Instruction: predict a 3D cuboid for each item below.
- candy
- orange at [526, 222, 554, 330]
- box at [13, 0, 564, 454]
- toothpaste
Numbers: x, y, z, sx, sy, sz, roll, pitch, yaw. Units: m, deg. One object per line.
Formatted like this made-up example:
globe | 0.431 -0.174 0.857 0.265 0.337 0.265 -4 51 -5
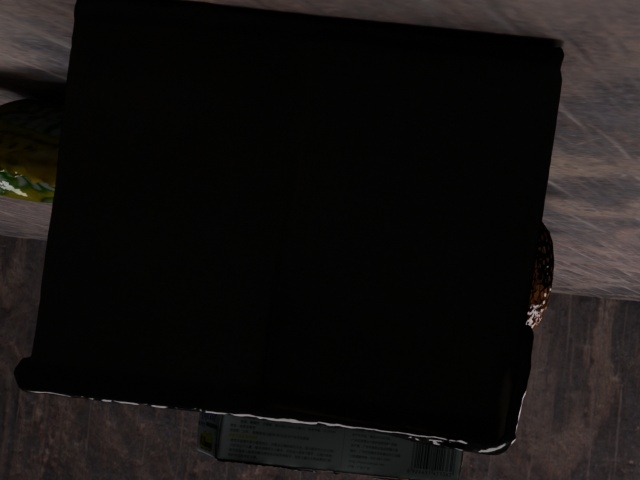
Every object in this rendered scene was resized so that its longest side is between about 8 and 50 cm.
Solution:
candy | -0.183 -0.069 1.143 0.187 0.081 0.297 5 -173 27
orange | 0.102 0.027 1.374 0.234 0.182 0.234 -2 -174 0
box | 0.000 0.001 0.868 0.251 0.205 0.345 7 176 5
toothpaste | 0.008 0.126 0.905 0.164 0.034 0.046 9 176 -20
